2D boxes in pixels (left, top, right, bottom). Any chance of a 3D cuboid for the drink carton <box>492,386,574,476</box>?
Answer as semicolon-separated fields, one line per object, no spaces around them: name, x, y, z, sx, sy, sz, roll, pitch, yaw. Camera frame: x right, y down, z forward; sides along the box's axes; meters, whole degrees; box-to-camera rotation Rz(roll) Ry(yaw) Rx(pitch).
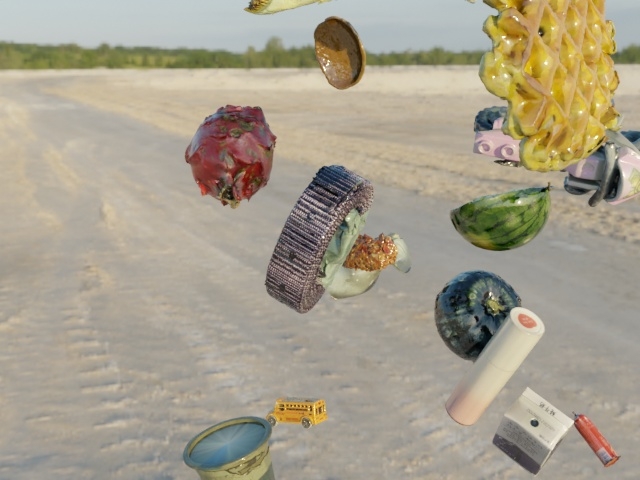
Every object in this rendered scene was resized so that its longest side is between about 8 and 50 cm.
drink carton;0.504;0.461;1.879;0.134;0.222;0.102;39;68;24

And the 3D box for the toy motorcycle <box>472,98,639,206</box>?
toy motorcycle;0.409;-0.149;1.282;0.327;0.143;0.188;12;39;12

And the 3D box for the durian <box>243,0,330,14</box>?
durian;-0.040;-0.532;1.560;0.252;0.139;0.144;-17;53;-6

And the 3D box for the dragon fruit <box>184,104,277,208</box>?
dragon fruit;-0.199;-0.176;1.742;0.210;0.205;0.268;-5;50;5

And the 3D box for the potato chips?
potato chips;0.058;-0.532;2.206;0.150;0.202;0.049;-19;18;29

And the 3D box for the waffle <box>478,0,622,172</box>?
waffle;0.291;-0.243;0.969;0.068;0.302;0.325;-5;13;42

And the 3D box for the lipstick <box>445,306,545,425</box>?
lipstick;0.398;0.296;1.812;0.087;0.327;0.087;16;37;-13

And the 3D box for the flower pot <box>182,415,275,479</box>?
flower pot;-0.183;0.541;1.811;0.212;0.203;0.212;-17;17;5

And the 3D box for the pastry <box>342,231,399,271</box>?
pastry;0.099;0.033;1.818;0.169;0.087;0.063;-4;23;41

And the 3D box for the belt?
belt;0.000;0.000;1.624;0.122;0.325;0.260;28;23;15

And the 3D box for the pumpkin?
pumpkin;0.391;0.184;1.928;0.233;0.233;0.163;-7;-21;-28

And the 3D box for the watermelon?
watermelon;0.399;-0.043;1.678;0.232;0.127;0.204;-14;-9;21

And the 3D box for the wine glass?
wine glass;0.127;0.077;2.173;0.241;0.126;0.126;-25;-3;34

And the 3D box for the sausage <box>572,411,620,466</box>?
sausage;0.648;0.468;1.866;0.145;0.048;0.050;55;11;31

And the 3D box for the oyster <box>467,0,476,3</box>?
oyster;0.308;-0.563;1.715;0.100;0.098;0.037;-1;54;-12

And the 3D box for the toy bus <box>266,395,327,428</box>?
toy bus;-0.067;0.452;2.074;0.162;0.074;0.069;-4;1;31
